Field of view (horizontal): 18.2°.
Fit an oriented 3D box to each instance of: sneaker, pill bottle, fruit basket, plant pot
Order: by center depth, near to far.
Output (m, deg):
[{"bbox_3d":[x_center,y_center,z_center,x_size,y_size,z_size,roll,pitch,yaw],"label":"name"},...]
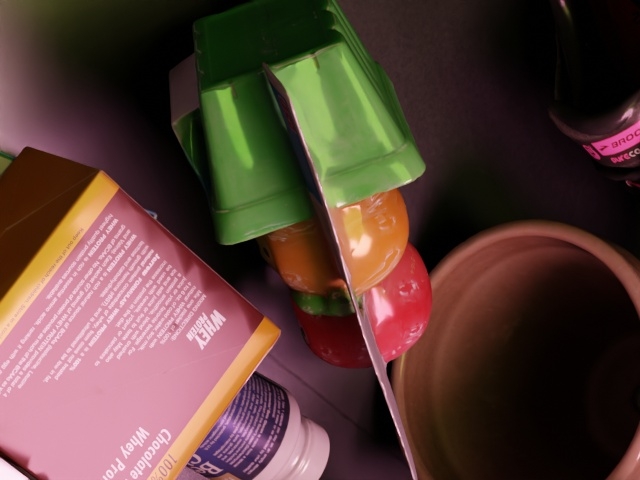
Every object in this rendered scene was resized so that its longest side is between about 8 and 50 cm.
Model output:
[{"bbox_3d":[0.000,0.000,1.497,0.165,0.327,0.353,-13,113,0],"label":"fruit basket"},{"bbox_3d":[-0.076,0.143,1.589,0.169,0.094,0.094,33,82,-32],"label":"pill bottle"},{"bbox_3d":[0.291,-0.076,1.669,0.202,0.185,0.483,-22,86,-38],"label":"sneaker"},{"bbox_3d":[0.229,0.124,1.704,0.229,0.263,0.263,12,94,-50],"label":"plant pot"}]

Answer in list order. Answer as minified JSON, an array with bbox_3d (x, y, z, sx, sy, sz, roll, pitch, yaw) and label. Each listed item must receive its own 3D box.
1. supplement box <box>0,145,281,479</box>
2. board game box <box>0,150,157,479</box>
[{"bbox_3d":[-0.173,0.073,1.416,0.194,0.129,0.191,43,77,-30],"label":"supplement box"},{"bbox_3d":[-0.286,0.082,1.465,0.242,0.064,0.316,24,87,-33],"label":"board game box"}]
